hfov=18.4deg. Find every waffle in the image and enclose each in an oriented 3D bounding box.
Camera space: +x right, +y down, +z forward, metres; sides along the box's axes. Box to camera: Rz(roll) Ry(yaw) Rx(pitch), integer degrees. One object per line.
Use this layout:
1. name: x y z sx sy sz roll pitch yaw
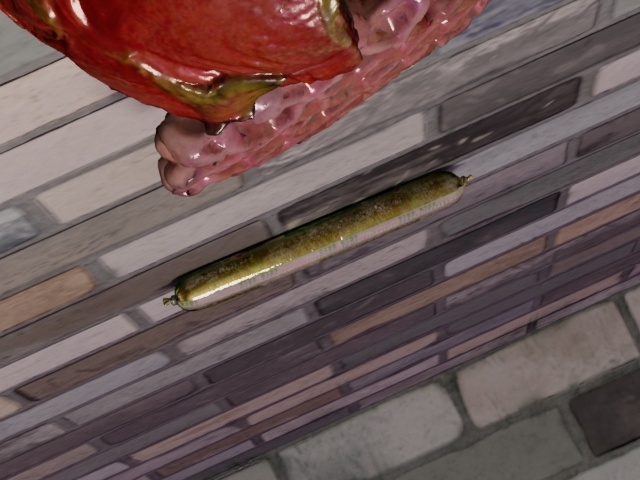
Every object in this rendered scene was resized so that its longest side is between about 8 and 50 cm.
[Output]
1. waffle: 0.011 -0.098 1.032 0.234 0.055 0.221 -37 179 0

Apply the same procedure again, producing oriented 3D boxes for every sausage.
1. sausage: 0.000 0.000 1.568 0.269 0.033 0.033 -22 168 -9

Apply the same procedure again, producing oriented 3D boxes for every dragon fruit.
1. dragon fruit: -0.074 -0.109 0.766 0.161 0.120 0.127 -23 163 16
